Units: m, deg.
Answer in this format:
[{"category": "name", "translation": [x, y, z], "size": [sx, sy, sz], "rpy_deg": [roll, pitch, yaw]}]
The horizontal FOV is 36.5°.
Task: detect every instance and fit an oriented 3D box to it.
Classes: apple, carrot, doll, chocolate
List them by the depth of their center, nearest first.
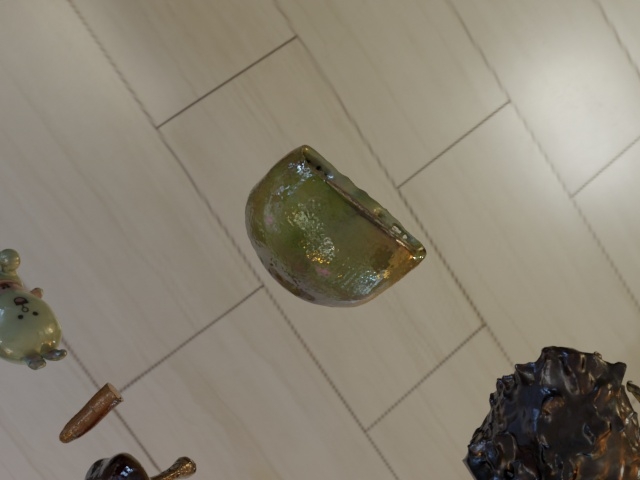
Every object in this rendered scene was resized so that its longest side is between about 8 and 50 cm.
[{"category": "chocolate", "translation": [0.294, 0.200, 1.212], "size": [0.224, 0.206, 0.177], "rpy_deg": [-7, 111, -11]}, {"category": "apple", "translation": [0.000, 0.000, 1.431], "size": [0.265, 0.120, 0.193], "rpy_deg": [42, 99, 3]}, {"category": "doll", "translation": [-0.549, 0.138, 1.750], "size": [0.155, 0.113, 0.275], "rpy_deg": [-14, 56, -41]}, {"category": "carrot", "translation": [-0.423, 0.323, 1.780], "size": [0.139, 0.048, 0.048], "rpy_deg": [-44, 102, 3]}]

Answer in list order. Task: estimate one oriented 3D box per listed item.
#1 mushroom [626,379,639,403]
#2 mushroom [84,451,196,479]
[{"category": "mushroom", "translation": [0.342, 0.192, 0.916], "size": [0.028, 0.286, 0.026], "rpy_deg": [38, 98, -15]}, {"category": "mushroom", "translation": [-0.312, 0.445, 1.805], "size": [0.218, 0.227, 0.148], "rpy_deg": [-13, 91, -39]}]
